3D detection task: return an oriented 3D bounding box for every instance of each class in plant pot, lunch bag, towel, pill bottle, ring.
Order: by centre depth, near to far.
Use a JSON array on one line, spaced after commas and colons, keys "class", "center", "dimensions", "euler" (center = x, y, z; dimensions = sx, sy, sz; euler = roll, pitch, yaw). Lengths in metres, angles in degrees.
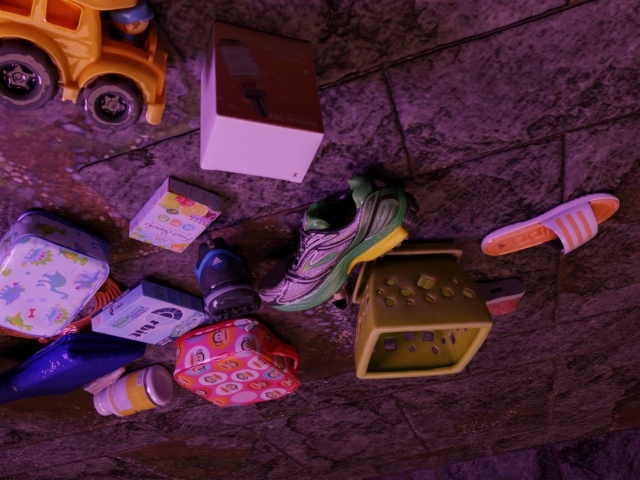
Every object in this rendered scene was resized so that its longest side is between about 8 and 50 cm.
[{"class": "lunch bag", "center": [-0.481, 0.064, 1.028], "dimensions": [0.176, 0.090, 0.219], "euler": [28, 115, -38]}, {"class": "plant pot", "center": [0.179, 0.132, 1.181], "dimensions": [0.228, 0.207, 0.227], "euler": [-2, 145, -8]}, {"class": "ring", "center": [-0.564, 0.127, 1.188], "dimensions": [0.336, 0.032, 0.336], "euler": [-4, 145, -3]}, {"class": "towel", "center": [-0.576, 0.283, 1.348], "dimensions": [0.308, 0.076, 0.227], "euler": [-27, 163, 25]}, {"class": "lunch bag", "center": [-0.178, 0.295, 1.419], "dimensions": [0.258, 0.120, 0.293], "euler": [-19, 143, 14]}, {"class": "pill bottle", "center": [-0.474, 0.385, 1.505], "dimensions": [0.184, 0.103, 0.103], "euler": [-19, 143, 16]}]

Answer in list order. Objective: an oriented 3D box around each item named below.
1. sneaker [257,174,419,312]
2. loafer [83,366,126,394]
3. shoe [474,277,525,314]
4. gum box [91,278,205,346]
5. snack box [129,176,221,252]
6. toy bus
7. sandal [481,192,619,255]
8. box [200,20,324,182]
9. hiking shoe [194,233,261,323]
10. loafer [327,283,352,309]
[{"class": "sneaker", "center": [0.000, 0.000, 1.052], "dimensions": [0.146, 0.134, 0.343], "euler": [30, 122, -32]}, {"class": "loafer", "center": [-0.527, 0.341, 1.471], "dimensions": [0.125, 0.045, 0.039], "euler": [-30, 123, 12]}, {"class": "shoe", "center": [0.371, 0.137, 1.346], "dimensions": [0.178, 0.063, 0.081], "euler": [-8, 140, -7]}, {"class": "gum box", "center": [-0.346, 0.155, 1.231], "dimensions": [0.157, 0.041, 0.184], "euler": [-32, 146, 23]}, {"class": "snack box", "center": [-0.245, -0.039, 1.005], "dimensions": [0.100, 0.037, 0.141], "euler": [22, 136, -34]}, {"class": "toy bus", "center": [-0.257, -0.250, 0.636], "dimensions": [0.220, 0.149, 0.211], "euler": [11, 125, -28]}, {"class": "sandal", "center": [0.449, -0.004, 1.151], "dimensions": [0.265, 0.076, 0.102], "euler": [-23, 142, 21]}, {"class": "box", "center": [-0.076, -0.170, 0.735], "dimensions": [0.130, 0.170, 0.091], "euler": [6, 143, -20]}, {"class": "hiking shoe", "center": [-0.177, 0.078, 1.131], "dimensions": [0.113, 0.132, 0.304], "euler": [-15, 169, -15]}, {"class": "loafer", "center": [0.028, 0.101, 1.243], "dimensions": [0.056, 0.050, 0.148], "euler": [-24, 142, 22]}]
